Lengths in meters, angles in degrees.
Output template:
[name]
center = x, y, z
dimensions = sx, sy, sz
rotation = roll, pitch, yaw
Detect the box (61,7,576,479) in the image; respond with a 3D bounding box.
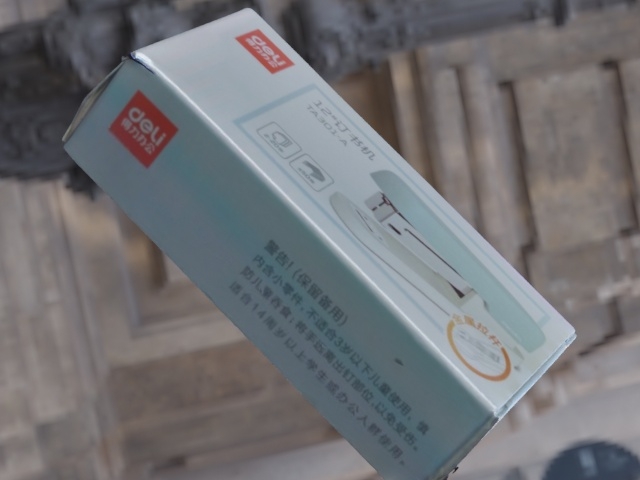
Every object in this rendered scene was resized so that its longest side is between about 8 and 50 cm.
[box]
center = 0.000, 0.000, 0.947
dimensions = 0.269, 0.135, 0.079
rotation = 45, -60, 7
